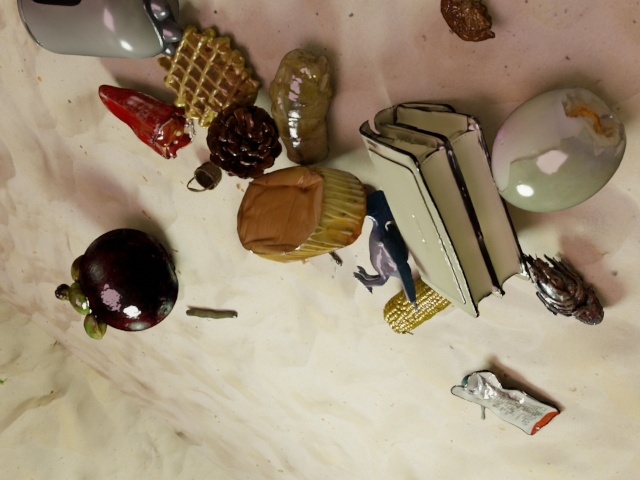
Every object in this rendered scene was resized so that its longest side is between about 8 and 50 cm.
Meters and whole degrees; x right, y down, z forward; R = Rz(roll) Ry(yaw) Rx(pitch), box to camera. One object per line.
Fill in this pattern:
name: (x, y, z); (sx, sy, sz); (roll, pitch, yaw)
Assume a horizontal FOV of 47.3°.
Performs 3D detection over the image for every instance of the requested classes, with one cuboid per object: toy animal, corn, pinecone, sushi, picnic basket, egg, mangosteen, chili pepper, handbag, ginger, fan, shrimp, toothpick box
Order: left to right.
toothpick box: (-0.419, -0.461, 1.464); (0.316, 0.229, 0.229); (13, 136, 28)
mangosteen: (-0.574, 0.127, 2.137); (0.330, 0.330, 0.330); (24, 141, 21)
chili pepper: (-0.421, -0.297, 1.736); (0.253, 0.144, 0.136); (33, 115, 23)
picnic basket: (-0.286, -0.146, 1.782); (0.072, 0.083, 0.072); (25, 142, 21)
pinecone: (-0.153, -0.205, 1.487); (0.174, 0.173, 0.173); (24, 141, 21)
ginger: (-0.037, -0.258, 1.429); (0.109, 0.116, 0.263); (54, 160, 34)
toy animal: (0.149, 0.033, 1.508); (0.255, 0.239, 0.176); (44, 107, -9)
corn: (0.230, 0.130, 1.619); (0.091, 0.091, 0.260); (29, 142, -16)
handbag: (0.224, -0.064, 1.343); (0.237, 0.160, 0.358); (29, 150, 57)
sushi: (0.227, -0.353, 1.132); (0.118, 0.061, 0.060); (39, 156, 3)
fan: (0.403, 0.395, 1.817); (0.113, 0.005, 0.175); (17, 138, 28)
egg: (0.358, -0.131, 1.146); (0.183, 0.183, 0.217); (40, 137, -1)
shrimp: (0.446, 0.087, 1.381); (0.233, 0.090, 0.079); (39, 179, -17)

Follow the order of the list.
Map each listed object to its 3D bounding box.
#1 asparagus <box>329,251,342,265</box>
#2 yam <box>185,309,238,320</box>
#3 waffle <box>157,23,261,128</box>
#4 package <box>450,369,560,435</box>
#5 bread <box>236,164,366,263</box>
asparagus: (0.000, 0.000, 1.746); (0.013, 0.016, 0.166); (-37, 103, 11)
yam: (-0.341, 0.233, 2.279); (0.234, 0.029, 0.027); (-1, 116, 42)
waffle: (-0.235, -0.339, 1.558); (0.253, 0.056, 0.249); (19, 139, 24)
package: (0.437, 0.381, 1.743); (0.232, 0.040, 0.166); (25, 144, 3)
bread: (-0.033, -0.048, 1.509); (0.156, 0.204, 0.288); (16, 161, -38)
